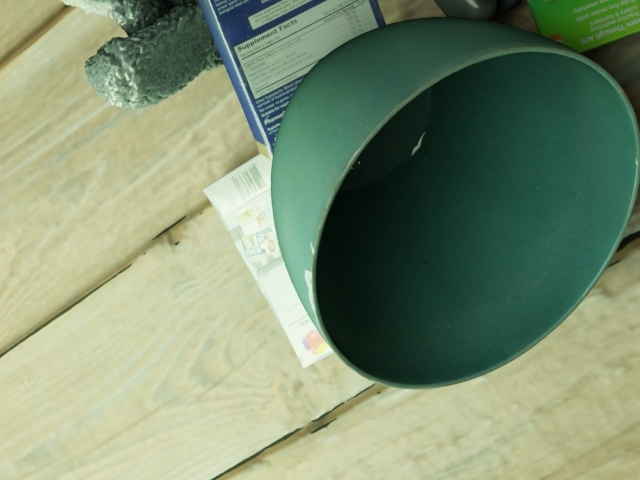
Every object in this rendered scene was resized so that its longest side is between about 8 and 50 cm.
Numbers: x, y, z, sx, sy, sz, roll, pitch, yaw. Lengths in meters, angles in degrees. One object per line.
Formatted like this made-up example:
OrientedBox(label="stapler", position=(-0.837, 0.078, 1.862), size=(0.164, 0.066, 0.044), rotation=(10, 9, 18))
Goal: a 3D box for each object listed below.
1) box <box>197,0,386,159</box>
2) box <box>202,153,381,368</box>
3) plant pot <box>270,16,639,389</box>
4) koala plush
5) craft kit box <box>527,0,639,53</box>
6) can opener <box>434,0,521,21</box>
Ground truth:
OrientedBox(label="box", position=(-0.026, -0.194, 1.325), size=(0.036, 0.136, 0.225), rotation=(36, 151, 60))
OrientedBox(label="box", position=(0.000, 0.000, 1.449), size=(0.145, 0.038, 0.186), rotation=(-30, 88, 30))
OrientedBox(label="plant pot", position=(0.075, -0.057, 1.286), size=(0.195, 0.290, 0.290), rotation=(45, 125, 47))
OrientedBox(label="koala plush", position=(-0.161, -0.245, 1.405), size=(0.221, 0.203, 0.196), rotation=(26, 128, 41))
OrientedBox(label="craft kit box", position=(0.248, -0.289, 1.235), size=(0.250, 0.061, 0.246), rotation=(-18, 93, 30))
OrientedBox(label="can opener", position=(0.049, -0.282, 1.341), size=(0.283, 0.076, 0.095), rotation=(52, 152, 5))
